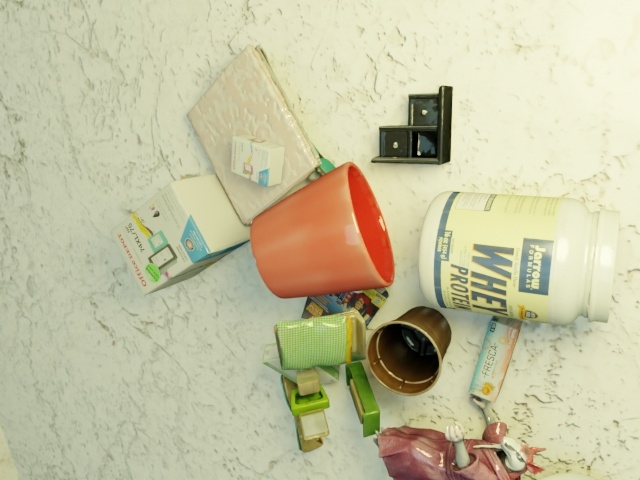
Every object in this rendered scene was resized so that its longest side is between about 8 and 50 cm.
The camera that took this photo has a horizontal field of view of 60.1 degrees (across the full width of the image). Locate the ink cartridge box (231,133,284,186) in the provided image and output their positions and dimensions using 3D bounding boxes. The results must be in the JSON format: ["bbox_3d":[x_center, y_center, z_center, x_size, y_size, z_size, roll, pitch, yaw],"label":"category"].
[{"bbox_3d":[-0.146,-0.184,1.264,0.122,0.052,0.088,26,121,33],"label":"ink cartridge box"}]

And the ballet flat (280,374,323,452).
[{"bbox_3d":[-0.045,0.451,1.475,0.073,0.080,0.232,-13,101,7],"label":"ballet flat"}]

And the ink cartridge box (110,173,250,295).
[{"bbox_3d":[-0.359,-0.016,1.442,0.270,0.197,0.198,-31,87,31],"label":"ink cartridge box"}]

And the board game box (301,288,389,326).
[{"bbox_3d":[0.045,0.142,1.344,0.194,0.060,0.194,39,119,15],"label":"board game box"}]

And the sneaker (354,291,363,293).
[{"bbox_3d":[0.063,0.097,1.274,0.083,0.031,0.035,13,95,21],"label":"sneaker"}]

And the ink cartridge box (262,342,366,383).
[{"bbox_3d":[0.001,0.291,1.355,0.235,0.056,0.171,-16,138,32],"label":"ink cartridge box"}]

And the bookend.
[{"bbox_3d":[0.191,-0.241,1.160,0.156,0.072,0.157,7,105,27],"label":"bookend"}]

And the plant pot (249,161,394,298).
[{"bbox_3d":[0.000,0.000,1.183,0.243,0.275,0.275,-18,94,17],"label":"plant pot"}]

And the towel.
[{"bbox_3d":[-0.169,-0.244,1.333,0.317,0.053,0.332,-32,83,43],"label":"towel"}]

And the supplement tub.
[{"bbox_3d":[0.369,0.031,1.038,0.325,0.235,0.235,6,106,27],"label":"supplement tub"}]

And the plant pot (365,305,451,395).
[{"bbox_3d":[0.208,0.227,1.217,0.167,0.165,0.167,8,107,27],"label":"plant pot"}]

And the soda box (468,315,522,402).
[{"bbox_3d":[0.377,0.252,1.194,0.063,0.058,0.183,19,110,23],"label":"soda box"}]

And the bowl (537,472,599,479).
[{"bbox_3d":[0.507,0.631,1.095,0.298,0.134,0.298,-1,101,-7],"label":"bowl"}]

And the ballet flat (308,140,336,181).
[{"bbox_3d":[-0.015,-0.177,1.296,0.070,0.070,0.188,-48,69,29],"label":"ballet flat"}]

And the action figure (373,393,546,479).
[{"bbox_3d":[0.295,0.479,1.168,0.370,0.248,0.276,-13,85,43],"label":"action figure"}]

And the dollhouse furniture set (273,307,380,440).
[{"bbox_3d":[0.018,0.314,1.242,0.197,0.151,0.301,-11,132,-6],"label":"dollhouse furniture set"}]
